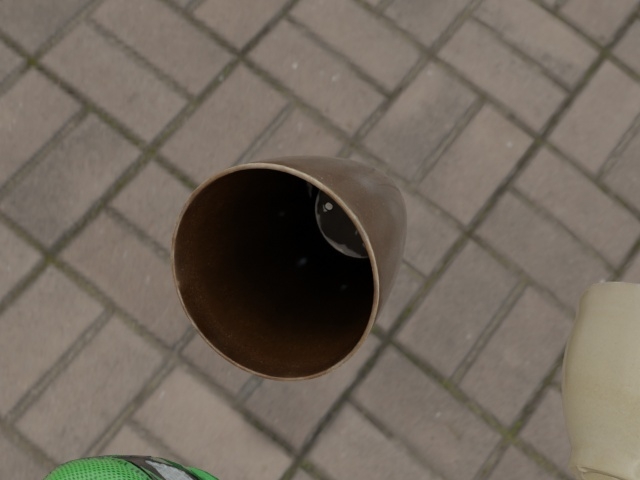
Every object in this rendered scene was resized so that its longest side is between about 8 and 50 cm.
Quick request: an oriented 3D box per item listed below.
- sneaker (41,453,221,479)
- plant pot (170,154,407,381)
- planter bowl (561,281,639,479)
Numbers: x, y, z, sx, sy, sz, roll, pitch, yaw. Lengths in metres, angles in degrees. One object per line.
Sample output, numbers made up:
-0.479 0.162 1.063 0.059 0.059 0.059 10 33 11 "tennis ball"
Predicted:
-0.172 0.212 0.518 0.134 0.146 0.343 37 81 30 "sneaker"
0.000 0.000 1.308 0.215 0.215 0.230 43 29 7 "plant pot"
0.215 0.110 0.788 0.162 0.162 0.109 26 75 -1 "planter bowl"
